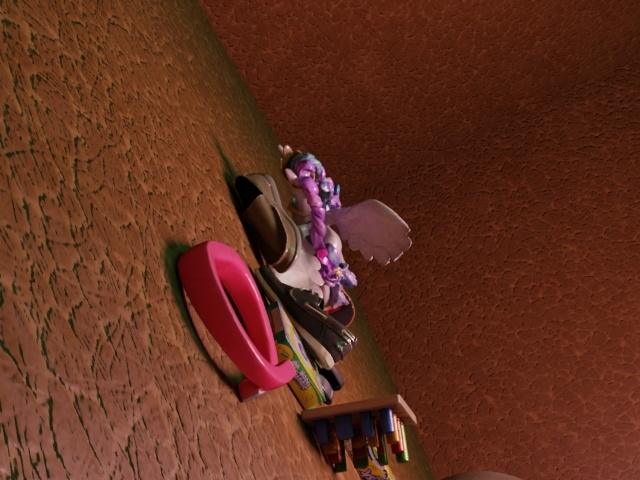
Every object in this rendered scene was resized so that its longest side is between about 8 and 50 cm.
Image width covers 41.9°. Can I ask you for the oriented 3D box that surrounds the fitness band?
[{"bbox_3d":[-0.105,0.101,1.095,0.291,0.054,0.209,40,24,-83],"label":"fitness band"}]

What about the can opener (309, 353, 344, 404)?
[{"bbox_3d":[-0.010,0.217,1.550,0.073,0.059,0.186,-105,170,-65],"label":"can opener"}]

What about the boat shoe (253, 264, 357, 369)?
[{"bbox_3d":[-0.031,0.122,1.468,0.233,0.079,0.084,45,-15,26],"label":"boat shoe"}]

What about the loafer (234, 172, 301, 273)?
[{"bbox_3d":[-0.117,-0.039,1.677,0.087,0.094,0.251,16,36,-43],"label":"loafer"}]

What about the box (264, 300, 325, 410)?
[{"bbox_3d":[-0.043,0.198,1.381,0.105,0.043,0.179,-110,175,-58],"label":"box"}]

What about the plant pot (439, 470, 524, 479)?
[{"bbox_3d":[0.198,0.495,1.099,0.323,0.323,0.280,65,20,12],"label":"plant pot"}]

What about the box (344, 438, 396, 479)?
[{"bbox_3d":[0.103,0.445,1.646,0.059,0.054,0.169,-92,157,-79],"label":"box"}]

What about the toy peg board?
[{"bbox_3d":[0.069,0.318,1.352,0.161,0.161,0.079,57,23,-62],"label":"toy peg board"}]

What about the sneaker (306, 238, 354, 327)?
[{"bbox_3d":[-0.014,0.081,2.183,0.136,0.115,0.314,-142,-148,-76],"label":"sneaker"}]

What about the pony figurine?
[{"bbox_3d":[0.000,0.000,1.831,0.351,0.302,0.363,58,-14,30],"label":"pony figurine"}]
